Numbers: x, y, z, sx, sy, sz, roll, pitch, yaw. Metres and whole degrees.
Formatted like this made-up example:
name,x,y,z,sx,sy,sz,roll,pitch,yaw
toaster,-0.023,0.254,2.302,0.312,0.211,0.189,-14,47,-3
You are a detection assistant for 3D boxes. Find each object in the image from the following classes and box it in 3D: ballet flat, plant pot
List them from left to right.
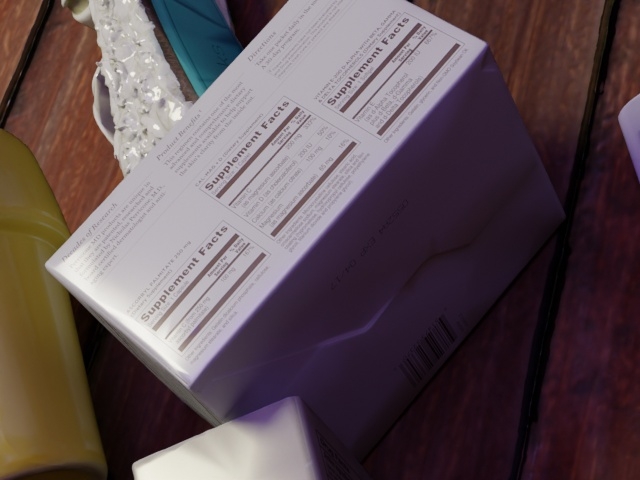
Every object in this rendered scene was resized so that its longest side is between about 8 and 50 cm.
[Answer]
name,x,y,z,sx,sy,sz,roll,pitch,yaw
plant pot,-0.260,0.086,1.055,0.254,0.254,0.239,-31,68,3
ballet flat,-0.145,-0.181,1.236,0.147,0.147,0.409,-24,52,8

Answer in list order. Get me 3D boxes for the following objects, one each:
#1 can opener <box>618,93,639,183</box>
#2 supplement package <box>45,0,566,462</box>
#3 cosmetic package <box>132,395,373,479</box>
name,x,y,z,sx,sy,sz,roll,pitch,yaw
can opener,0.246,0.001,0.970,0.074,0.093,0.280,-18,59,12
supplement package,0.000,0.000,1.002,0.145,0.204,0.262,35,78,35
cosmetic package,0.000,0.262,0.867,0.113,0.160,0.309,-24,52,9
